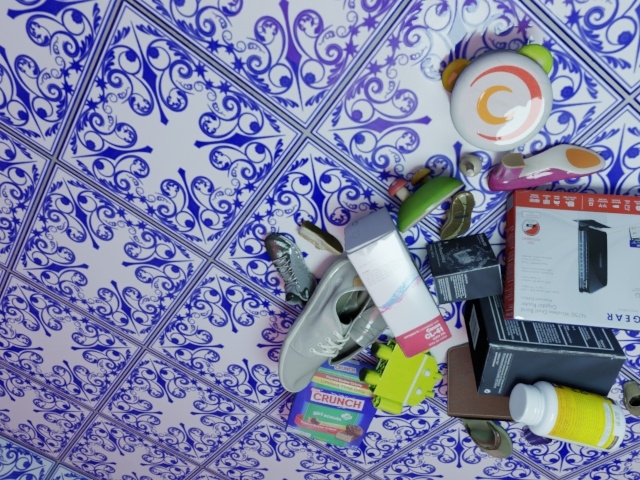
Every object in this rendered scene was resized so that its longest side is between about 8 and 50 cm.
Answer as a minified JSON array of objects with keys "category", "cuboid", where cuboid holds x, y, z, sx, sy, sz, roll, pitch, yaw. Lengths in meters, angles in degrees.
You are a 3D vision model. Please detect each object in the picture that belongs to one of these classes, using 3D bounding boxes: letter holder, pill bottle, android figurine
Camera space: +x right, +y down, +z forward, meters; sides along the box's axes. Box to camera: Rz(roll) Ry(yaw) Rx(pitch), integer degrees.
[{"category":"letter holder","cuboid":[0.540,0.416,1.398,0.301,0.215,0.152,-12,153,37]},{"category":"pill bottle","cuboid":[0.540,0.383,1.055,0.214,0.117,0.117,14,124,-1]},{"category":"android figurine","cuboid":[0.252,0.405,1.444,0.272,0.056,0.248,26,90,-23]}]

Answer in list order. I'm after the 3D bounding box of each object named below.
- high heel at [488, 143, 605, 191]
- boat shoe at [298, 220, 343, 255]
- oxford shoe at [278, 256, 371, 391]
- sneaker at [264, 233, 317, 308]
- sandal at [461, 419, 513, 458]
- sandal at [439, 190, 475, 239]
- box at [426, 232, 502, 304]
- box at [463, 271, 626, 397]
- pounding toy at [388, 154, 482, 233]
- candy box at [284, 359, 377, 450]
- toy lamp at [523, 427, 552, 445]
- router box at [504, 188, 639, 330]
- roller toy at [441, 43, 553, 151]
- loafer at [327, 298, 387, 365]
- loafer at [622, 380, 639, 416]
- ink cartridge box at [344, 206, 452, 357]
[{"category":"high heel","cuboid":[0.518,-0.154,1.105,0.243,0.082,0.117,-7,155,-2]},{"category":"boat shoe","cuboid":[0.000,0.000,1.293,0.135,0.050,0.045,36,125,-3]},{"category":"oxford shoe","cuboid":[0.013,0.260,1.332,0.169,0.130,0.450,10,114,-45]},{"category":"sneaker","cuboid":[-0.085,0.095,1.315,0.086,0.132,0.229,-25,116,24]},{"category":"sandal","cuboid":[0.544,0.646,1.600,0.120,0.086,0.303,-29,114,25]},{"category":"sandal","cuboid":[0.339,-0.066,1.186,0.072,0.049,0.180,-6,141,-3]},{"category":"box","cuboid":[0.359,0.069,1.206,0.158,0.156,0.093,-12,119,11]},{"category":"box","cuboid":[0.538,0.237,1.207,0.293,0.296,0.183,3,123,7]},{"category":"pounding toy","cuboid":[0.249,-0.130,1.114,0.237,0.183,0.110,-43,82,29]},{"category":"candy box","cuboid":[0.047,0.534,1.588,0.268,0.122,0.317,16,123,-1]},{"category":"toy lamp","cuboid":[0.779,0.579,1.523,0.080,0.080,0.274,37,122,-14]},{"category":"router box","cuboid":[0.604,0.046,1.091,0.335,0.082,0.302,4,79,6]},{"category":"roller toy","cuboid":[0.364,-0.290,0.982,0.209,0.146,0.191,-7,113,20]},{"category":"loafer","cuboid":[0.129,0.264,1.402,0.112,0.111,0.319,34,121,-12]},{"category":"loafer","cuboid":[0.956,0.491,1.453,0.056,0.050,0.148,-21,117,21]},{"category":"ink cartridge box","cuboid":[0.185,0.097,1.181,0.131,0.226,0.306,-26,106,9]}]
